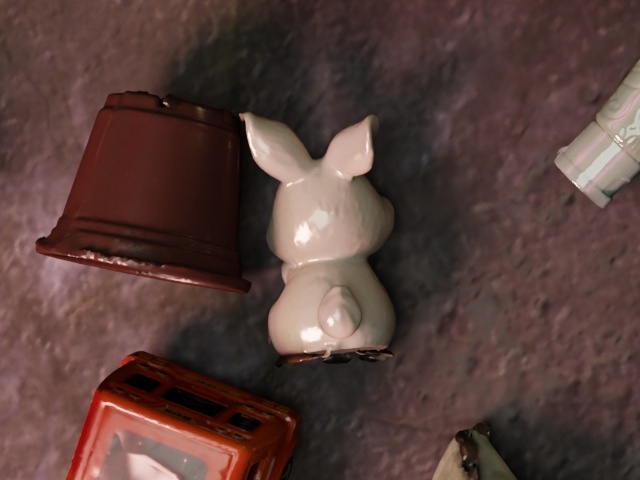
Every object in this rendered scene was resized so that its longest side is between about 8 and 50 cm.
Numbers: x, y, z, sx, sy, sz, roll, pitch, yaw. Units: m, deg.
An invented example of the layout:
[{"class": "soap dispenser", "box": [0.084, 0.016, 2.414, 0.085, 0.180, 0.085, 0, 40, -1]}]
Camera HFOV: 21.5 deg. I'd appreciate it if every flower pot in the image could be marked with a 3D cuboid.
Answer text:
[{"class": "flower pot", "box": [-0.081, -0.026, 0.853, 0.111, 0.111, 0.089, 10, 86, 10]}]

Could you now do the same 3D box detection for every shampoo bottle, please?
[{"class": "shampoo bottle", "box": [0.192, -0.093, 0.818, 0.069, 0.041, 0.191, 43, 102, -1]}]

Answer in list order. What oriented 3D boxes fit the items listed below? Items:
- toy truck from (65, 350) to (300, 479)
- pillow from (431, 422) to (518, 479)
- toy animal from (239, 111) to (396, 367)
[{"class": "toy truck", "box": [-0.101, 0.193, 0.867, 0.107, 0.114, 0.253, 20, 98, 8]}, {"class": "pillow", "box": [0.090, 0.292, 0.791, 0.312, 0.119, 0.310, 40, 103, 47]}, {"class": "toy animal", "box": [0.001, 0.001, 0.850, 0.071, 0.085, 0.124, -3, 84, 11]}]
